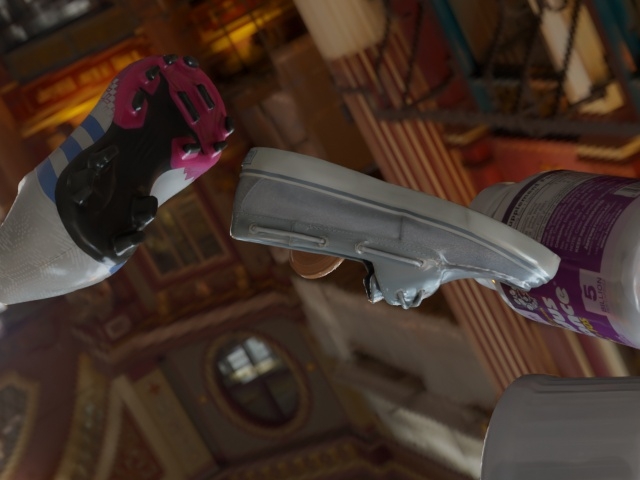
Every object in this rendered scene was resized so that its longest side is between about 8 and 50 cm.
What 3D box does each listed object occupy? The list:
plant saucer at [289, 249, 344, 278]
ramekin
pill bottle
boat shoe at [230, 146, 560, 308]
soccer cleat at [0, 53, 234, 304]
[{"bbox_3d":[0.000,0.000,1.455,0.083,0.013,0.083,-24,-132,30],"label":"plant saucer"},{"bbox_3d":[0.250,0.242,1.169,0.135,0.277,0.277,-10,-155,30],"label":"ramekin"},{"bbox_3d":[0.280,0.014,1.454,0.169,0.169,0.301,-36,-158,-21],"label":"pill bottle"},{"bbox_3d":[0.047,0.005,0.960,0.079,0.228,0.081,126,-18,-86],"label":"boat shoe"},{"bbox_3d":[-0.182,-0.059,1.165,0.143,0.116,0.331,-26,-163,25],"label":"soccer cleat"}]
